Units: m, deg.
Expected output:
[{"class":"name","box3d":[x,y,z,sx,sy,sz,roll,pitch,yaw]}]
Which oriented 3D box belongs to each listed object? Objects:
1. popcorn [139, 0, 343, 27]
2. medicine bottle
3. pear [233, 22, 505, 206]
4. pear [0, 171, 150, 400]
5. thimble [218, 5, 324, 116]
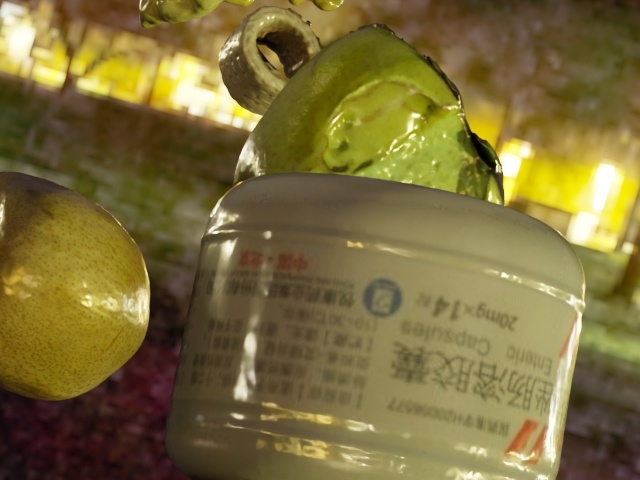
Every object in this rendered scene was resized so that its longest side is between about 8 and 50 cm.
[{"class":"popcorn","box3d":[-0.083,-0.317,1.648,0.237,0.293,0.293,-1,3,2]},{"class":"medicine bottle","box3d":[0.025,0.130,1.138,0.245,0.306,0.245,10,-8,2]},{"class":"pear","box3d":[0.018,-0.061,1.785,0.255,0.238,0.164,-31,4,-20]},{"class":"pear","box3d":[-0.254,0.047,1.686,0.228,0.188,0.211,21,-14,47]},{"class":"thimble","box3d":[-0.056,-0.207,2.132,0.115,0.102,0.090,40,-27,-7]}]
